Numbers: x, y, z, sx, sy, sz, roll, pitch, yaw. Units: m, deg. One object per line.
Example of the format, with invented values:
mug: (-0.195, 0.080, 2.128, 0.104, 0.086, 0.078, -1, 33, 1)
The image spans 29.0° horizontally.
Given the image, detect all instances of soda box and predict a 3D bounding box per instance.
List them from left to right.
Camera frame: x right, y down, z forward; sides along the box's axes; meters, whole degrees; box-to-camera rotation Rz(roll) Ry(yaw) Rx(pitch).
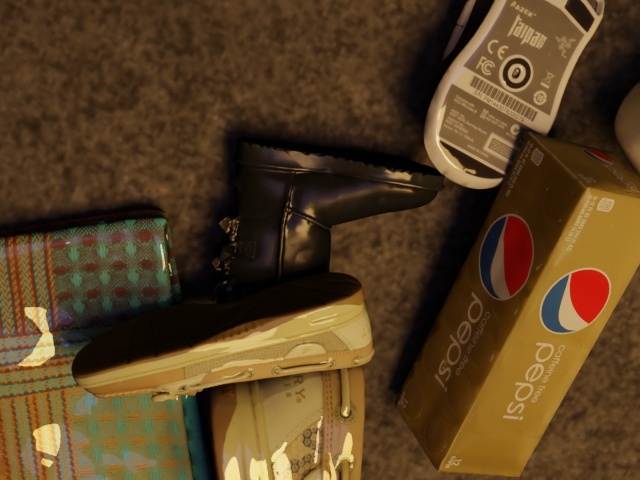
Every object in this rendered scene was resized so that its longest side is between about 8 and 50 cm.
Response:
soda box: (0.108, 0.038, 0.660, 0.058, 0.061, 0.181, 8, 118, -29)

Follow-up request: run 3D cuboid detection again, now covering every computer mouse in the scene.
computer mouse: (0.108, -0.120, 0.653, 0.106, 0.042, 0.193, 28, 94, -21)

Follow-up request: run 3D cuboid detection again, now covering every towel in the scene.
towel: (-0.189, 0.178, 0.685, 0.271, 0.040, 0.370, -8, 107, -8)

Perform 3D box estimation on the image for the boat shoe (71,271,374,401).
boat shoe: (-0.049, 0.059, 0.633, 0.153, 0.056, 0.048, -16, 114, -7)

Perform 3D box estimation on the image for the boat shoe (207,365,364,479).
boat shoe: (0.003, 0.207, 0.692, 0.089, 0.104, 0.285, -11, 107, -4)

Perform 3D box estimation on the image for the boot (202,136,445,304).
boot: (0.000, 0.000, 0.665, 0.121, 0.045, 0.099, 7, 102, -4)

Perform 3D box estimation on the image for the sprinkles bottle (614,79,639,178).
sprinkles bottle: (0.299, 0.047, 0.691, 0.121, 0.121, 0.355, -36, 109, 1)
